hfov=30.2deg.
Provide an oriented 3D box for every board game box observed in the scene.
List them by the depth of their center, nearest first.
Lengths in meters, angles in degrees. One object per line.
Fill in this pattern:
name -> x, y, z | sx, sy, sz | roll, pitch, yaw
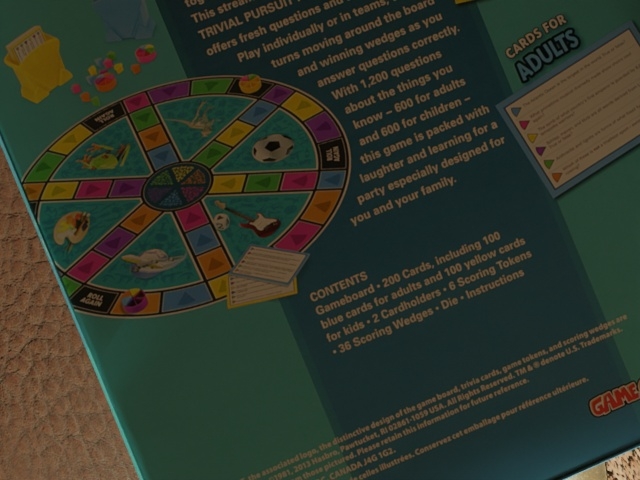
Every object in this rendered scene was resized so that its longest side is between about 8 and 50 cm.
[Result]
board game box -> 0.007, -0.058, 0.467 | 0.079, 0.253, 0.336 | 167, 81, -85

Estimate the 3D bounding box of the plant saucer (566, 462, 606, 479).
plant saucer -> 0.150, 0.105, 0.885 | 0.198, 0.036, 0.199 | 158, 90, -84
